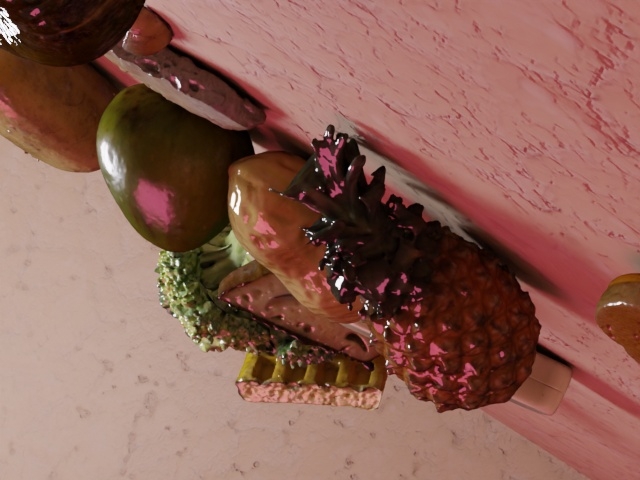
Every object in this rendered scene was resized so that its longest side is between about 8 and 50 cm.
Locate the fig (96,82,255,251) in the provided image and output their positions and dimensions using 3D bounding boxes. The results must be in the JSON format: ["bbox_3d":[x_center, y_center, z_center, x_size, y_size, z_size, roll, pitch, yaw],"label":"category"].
[{"bbox_3d":[-0.165,-0.082,1.416,0.181,0.191,0.181,3,-164,-1],"label":"fig"}]

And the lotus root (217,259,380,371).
[{"bbox_3d":[0.003,0.078,1.813,0.260,0.170,0.074,30,-152,-16],"label":"lotus root"}]

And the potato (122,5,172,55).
[{"bbox_3d":[-0.164,-0.189,1.171,0.037,0.036,0.093,37,172,-8],"label":"potato"}]

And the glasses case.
[{"bbox_3d":[0.174,0.139,1.656,0.312,0.070,0.131,24,175,4],"label":"glasses case"}]

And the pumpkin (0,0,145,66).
[{"bbox_3d":[-0.217,-0.197,0.825,0.219,0.162,0.219,28,172,4],"label":"pumpkin"}]

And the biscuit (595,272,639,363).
[{"bbox_3d":[0.290,0.075,0.904,0.170,0.050,0.170,29,165,9],"label":"biscuit"}]

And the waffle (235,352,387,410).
[{"bbox_3d":[0.001,0.182,2.065,0.247,0.221,0.055,1,127,13],"label":"waffle"}]

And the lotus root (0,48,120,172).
[{"bbox_3d":[-0.389,-0.202,1.654,0.169,0.151,0.342,27,174,40],"label":"lotus root"}]

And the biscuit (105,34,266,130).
[{"bbox_3d":[-0.174,-0.179,1.286,0.289,0.038,0.141,32,174,12],"label":"biscuit"}]

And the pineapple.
[{"bbox_3d":[0.072,0.024,1.168,0.169,0.169,0.340,25,163,51],"label":"pineapple"}]

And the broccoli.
[{"bbox_3d":[-0.111,0.074,1.961,0.375,0.249,0.302,38,177,9],"label":"broccoli"}]

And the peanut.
[{"bbox_3d":[0.000,0.000,1.410,0.147,0.147,0.319,29,167,34],"label":"peanut"}]
